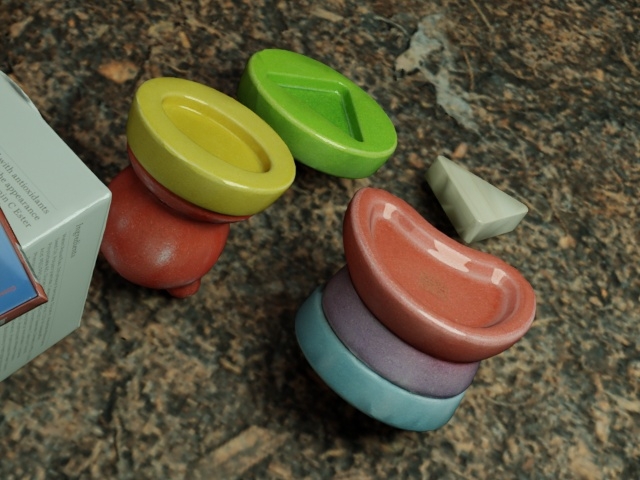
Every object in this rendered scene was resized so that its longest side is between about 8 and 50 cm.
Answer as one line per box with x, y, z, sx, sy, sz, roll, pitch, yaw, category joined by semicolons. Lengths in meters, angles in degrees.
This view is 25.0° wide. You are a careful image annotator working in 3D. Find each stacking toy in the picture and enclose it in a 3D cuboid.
0.000;0.000;1.058;0.309;0.130;0.279;35;27;2;stacking toy

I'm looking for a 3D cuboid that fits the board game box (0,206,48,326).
-0.303;0.035;0.768;0.281;0.027;0.145;-28;81;-4;board game box

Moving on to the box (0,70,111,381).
-0.240;-0.017;0.904;0.119;0.182;0.181;-36;74;-31;box
